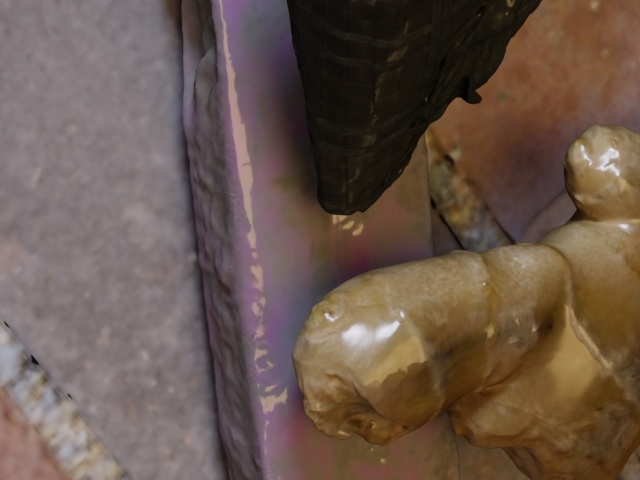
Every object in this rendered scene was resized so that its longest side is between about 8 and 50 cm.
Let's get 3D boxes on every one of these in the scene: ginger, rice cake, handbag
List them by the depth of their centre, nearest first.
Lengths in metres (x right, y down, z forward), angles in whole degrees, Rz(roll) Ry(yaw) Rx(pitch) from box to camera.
[{"bbox_3d":[0.080,-0.139,0.640,0.270,0.088,0.175,-46,154,-14],"label":"handbag"},{"bbox_3d":[-0.002,-0.001,0.714,0.106,0.050,0.298,-14,105,-30],"label":"rice cake"},{"bbox_3d":[0.130,0.014,0.740,0.333,0.081,0.148,-37,102,-30],"label":"ginger"}]
